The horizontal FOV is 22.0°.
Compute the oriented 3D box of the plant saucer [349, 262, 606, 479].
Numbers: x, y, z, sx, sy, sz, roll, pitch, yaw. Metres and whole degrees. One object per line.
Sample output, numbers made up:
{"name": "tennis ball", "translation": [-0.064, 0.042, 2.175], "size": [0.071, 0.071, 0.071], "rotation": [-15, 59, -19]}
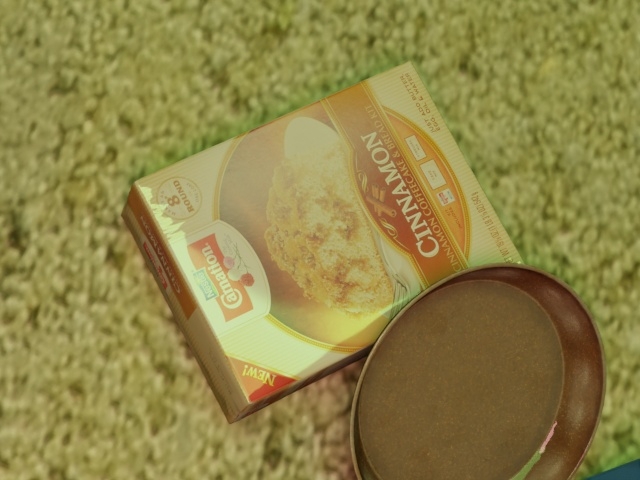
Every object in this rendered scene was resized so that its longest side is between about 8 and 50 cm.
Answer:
{"name": "plant saucer", "translation": [0.086, 0.091, 0.933], "size": [0.168, 0.029, 0.168], "rotation": [-8, 107, -26]}

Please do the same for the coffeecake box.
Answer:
{"name": "coffeecake box", "translation": [0.000, 0.000, 0.957], "size": [0.185, 0.068, 0.142], "rotation": [-25, 81, -19]}

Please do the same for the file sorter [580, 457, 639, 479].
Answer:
{"name": "file sorter", "translation": [0.214, 0.213, 0.915], "size": [0.104, 0.118, 0.170], "rotation": [5, 72, -16]}
